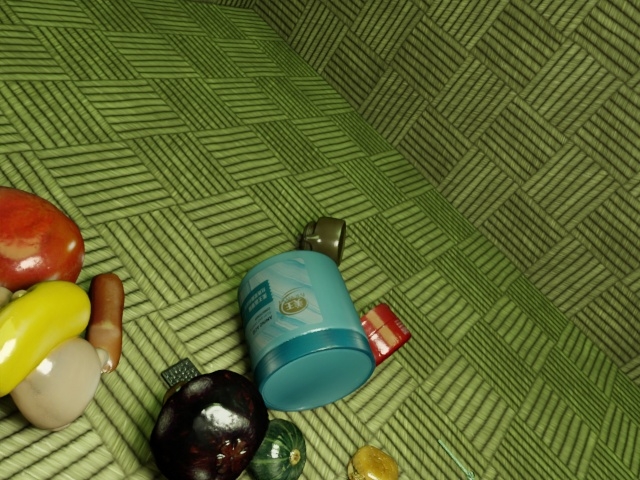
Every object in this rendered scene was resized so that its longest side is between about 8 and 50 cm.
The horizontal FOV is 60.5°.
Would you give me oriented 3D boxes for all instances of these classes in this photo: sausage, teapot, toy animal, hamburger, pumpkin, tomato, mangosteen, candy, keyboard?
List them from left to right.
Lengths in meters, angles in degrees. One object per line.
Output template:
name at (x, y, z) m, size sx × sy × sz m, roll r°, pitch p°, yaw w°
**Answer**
tomato at (-0.726, 0.027, 1.276) m, size 0.325 × 0.293 × 0.290 m, roll 30°, pitch 49°, yaw -21°
toy animal at (-0.624, 0.221, 1.156) m, size 0.246 × 0.345 × 0.278 m, roll -1°, pitch 53°, yaw 17°
sausage at (-0.548, 0.208, 1.391) m, size 0.089 × 0.083 × 0.300 m, roll 21°, pitch 40°, yaw -34°
mangosteen at (-0.256, 0.420, 1.257) m, size 0.233 × 0.287 × 0.287 m, roll 28°, pitch 35°, yaw -11°
keyboard at (-0.283, 0.438, 1.416) m, size 0.310 × 0.018 × 0.101 m, roll 47°, pitch 36°, yaw 14°
pumpkin at (-0.108, 0.529, 1.363) m, size 0.125 × 0.167 × 0.167 m, roll 9°, pitch 17°, yaw 36°
teapot at (0.000, 0.000, 2.063) m, size 0.175 × 0.186 × 0.267 m, roll 10°, pitch 0°, yaw 10°
hamburger at (0.144, 0.631, 1.500) m, size 0.138 × 0.083 × 0.147 m, roll 27°, pitch 16°, yaw 9°
candy at (0.471, 0.740, 1.715) m, size 0.084 × 0.078 × 0.288 m, roll -9°, pitch 47°, yaw -43°

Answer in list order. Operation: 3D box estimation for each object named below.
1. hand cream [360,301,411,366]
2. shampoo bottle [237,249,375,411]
hand cream at (0.173, 0.323, 1.782) m, size 0.149 × 0.230 × 0.230 m, roll 48°, pitch 36°, yaw 13°
shampoo bottle at (-0.051, 0.252, 1.565) m, size 0.331 × 0.331 × 0.343 m, roll 12°, pitch 41°, yaw -32°
